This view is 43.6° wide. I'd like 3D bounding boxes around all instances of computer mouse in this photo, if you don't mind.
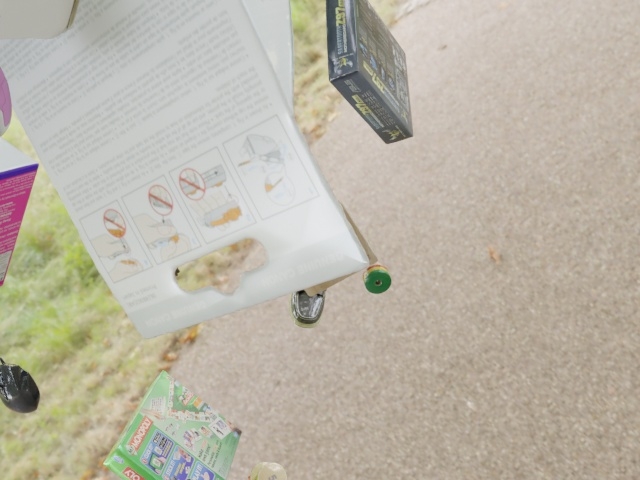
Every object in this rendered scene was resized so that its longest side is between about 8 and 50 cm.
[{"bbox_3d":[-0.559,0.209,1.372,0.071,0.242,0.041,-11,28,27],"label":"computer mouse"}]

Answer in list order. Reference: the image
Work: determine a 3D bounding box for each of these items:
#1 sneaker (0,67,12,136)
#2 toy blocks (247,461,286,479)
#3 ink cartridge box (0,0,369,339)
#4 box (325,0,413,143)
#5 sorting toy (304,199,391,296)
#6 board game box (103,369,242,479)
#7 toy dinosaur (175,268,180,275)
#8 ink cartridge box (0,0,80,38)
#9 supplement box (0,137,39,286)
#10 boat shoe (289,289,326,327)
[{"bbox_3d":[-0.338,-0.093,0.561,0.104,0.095,0.236,-12,5,39],"label":"sneaker"},{"bbox_3d":[-0.123,0.450,1.413,0.123,0.054,0.148,-61,12,-24],"label":"toy blocks"},{"bbox_3d":[-0.136,-0.122,0.722,0.308,0.385,0.091,-21,11,38],"label":"ink cartridge box"},{"bbox_3d":[0.085,-0.297,1.363,0.059,0.232,0.184,-15,64,25],"label":"box"},{"bbox_3d":[0.000,0.000,1.303,0.132,0.274,0.046,-29,32,10],"label":"sorting toy"},{"bbox_3d":[-0.267,0.391,1.522,0.046,0.213,0.317,-49,7,15],"label":"board game box"},{"bbox_3d":[-0.264,-0.029,1.509,0.313,0.160,0.121,-22,66,-18],"label":"toy dinosaur"},{"bbox_3d":[-0.250,-0.225,0.481,0.212,0.154,0.093,59,137,21],"label":"ink cartridge box"},{"bbox_3d":[-0.486,-0.033,1.090,0.220,0.111,0.114,-62,-14,26],"label":"supplement box"},{"bbox_3d":[-0.024,0.097,1.805,0.224,0.080,0.073,-81,1,-48],"label":"boat shoe"}]
